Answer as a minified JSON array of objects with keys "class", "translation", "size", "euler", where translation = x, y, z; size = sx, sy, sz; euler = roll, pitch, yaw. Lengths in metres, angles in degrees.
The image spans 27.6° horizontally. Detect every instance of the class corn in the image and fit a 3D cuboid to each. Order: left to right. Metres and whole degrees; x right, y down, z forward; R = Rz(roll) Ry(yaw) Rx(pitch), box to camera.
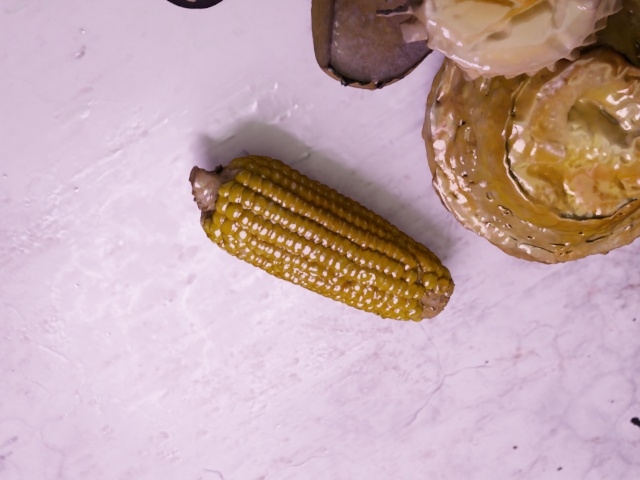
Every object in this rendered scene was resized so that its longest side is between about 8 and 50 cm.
[{"class":"corn","translation":[0.000,0.000,1.421],"size":[0.322,0.119,0.119],"euler":[27,105,-21]}]

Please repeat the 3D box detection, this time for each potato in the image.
[{"class":"potato","translation":[0.062,-0.273,1.340],"size":[0.138,0.098,0.243],"euler":[3,93,-18]}]

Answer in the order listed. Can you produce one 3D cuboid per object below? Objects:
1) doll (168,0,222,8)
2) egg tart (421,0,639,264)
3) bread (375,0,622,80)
[{"class":"doll","translation":[-0.165,-0.288,1.322],"size":[0.179,0.102,0.089],"euler":[18,150,-15]},{"class":"egg tart","translation":[0.272,-0.121,1.398],"size":[0.341,0.129,0.341],"euler":[-1,109,-3]},{"class":"bread","translation":[0.198,-0.342,1.252],"size":[0.236,0.183,0.388],"euler":[12,95,1]}]
